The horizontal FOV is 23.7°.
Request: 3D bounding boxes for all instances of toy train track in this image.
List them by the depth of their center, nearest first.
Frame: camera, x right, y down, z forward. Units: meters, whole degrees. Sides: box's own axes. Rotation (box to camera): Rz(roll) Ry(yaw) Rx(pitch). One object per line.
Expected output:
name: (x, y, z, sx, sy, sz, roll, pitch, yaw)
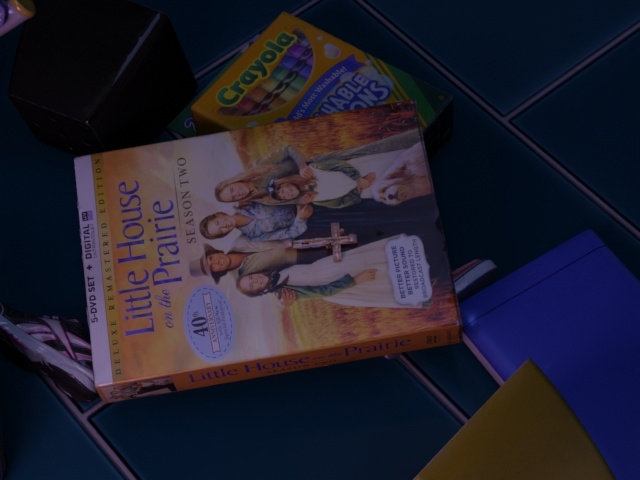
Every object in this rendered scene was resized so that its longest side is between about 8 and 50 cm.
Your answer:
toy train track: (0.000, 0.000, 1.737, 0.083, 0.014, 0.048, -6, 63, 3)

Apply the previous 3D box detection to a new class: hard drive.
hard drive: (0.324, 0.149, 1.745, 0.210, 0.040, 0.318, -29, 58, -15)

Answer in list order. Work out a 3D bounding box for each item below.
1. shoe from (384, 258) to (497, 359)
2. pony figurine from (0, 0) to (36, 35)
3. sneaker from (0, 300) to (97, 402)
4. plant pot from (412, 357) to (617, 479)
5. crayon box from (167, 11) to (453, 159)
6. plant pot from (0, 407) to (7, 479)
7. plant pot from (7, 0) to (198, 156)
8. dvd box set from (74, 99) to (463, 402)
shoe: (0.121, 0.060, 1.808, 0.178, 0.063, 0.081, -36, 66, -14)
pony figurine: (-0.520, -0.232, 1.926, 0.363, 0.303, 0.351, -38, 35, 19)
sneaker: (-0.318, 0.119, 1.805, 0.178, 0.072, 0.077, 33, 58, 11)
plant pot: (0.189, 0.287, 1.554, 0.187, 0.212, 0.212, 41, 55, 12)
crayon box: (-0.018, -0.165, 1.964, 0.323, 0.083, 0.203, 29, 62, 22)
plant pot: (-0.464, 0.168, 1.682, 0.212, 0.236, 0.236, -7, 55, -9)
plant pot: (-0.293, -0.205, 1.961, 0.187, 0.188, 0.167, 21, 69, 17)
dvd box set: (-0.067, 0.007, 1.781, 0.421, 0.062, 0.307, -9, 64, 1)
